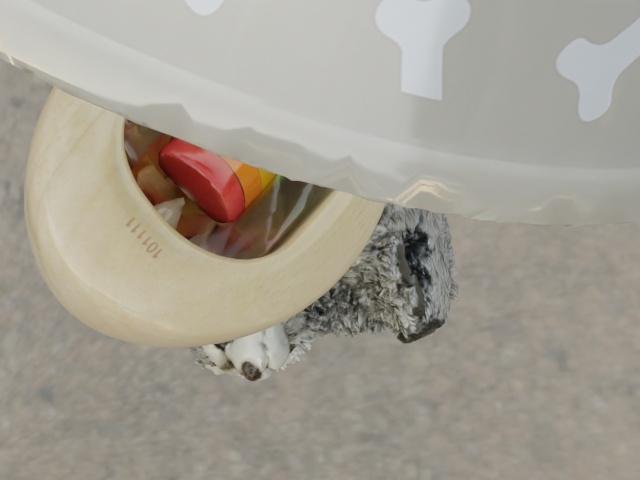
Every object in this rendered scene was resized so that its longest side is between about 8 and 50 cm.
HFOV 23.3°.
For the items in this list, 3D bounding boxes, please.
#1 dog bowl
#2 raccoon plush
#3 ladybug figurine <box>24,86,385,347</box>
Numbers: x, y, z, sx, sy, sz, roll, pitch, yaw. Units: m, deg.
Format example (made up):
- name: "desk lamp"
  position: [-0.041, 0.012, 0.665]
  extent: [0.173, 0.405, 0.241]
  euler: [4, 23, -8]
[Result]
- name: "dog bowl"
  position: [0.007, -0.145, 0.511]
  extent: [0.348, 0.349, 0.102]
  euler: [14, 121, -12]
- name: "raccoon plush"
  position: [0.000, 0.000, 1.820]
  extent: [0.299, 0.446, 0.216]
  euler: [-14, 112, 25]
- name: "ladybug figurine"
  position: [-0.102, -0.065, 1.418]
  extent: [0.305, 0.162, 0.449]
  euler: [48, 48, -3]
